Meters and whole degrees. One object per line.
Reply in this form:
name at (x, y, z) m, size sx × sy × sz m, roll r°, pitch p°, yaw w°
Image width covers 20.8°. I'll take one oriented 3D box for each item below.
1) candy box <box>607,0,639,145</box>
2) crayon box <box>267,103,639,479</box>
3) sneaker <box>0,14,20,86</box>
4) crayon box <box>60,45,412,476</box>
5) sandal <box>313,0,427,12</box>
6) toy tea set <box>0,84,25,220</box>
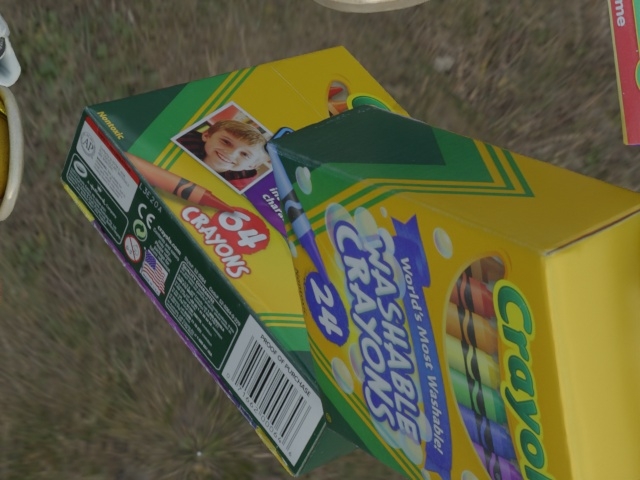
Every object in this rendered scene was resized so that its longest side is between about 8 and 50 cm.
candy box at (0.317, -0.206, 1.165) m, size 0.317 × 0.122 × 0.268 m, roll -10°, pitch 96°, yaw -48°
crayon box at (0.099, 0.056, 0.973) m, size 0.083 × 0.323 × 0.203 m, roll -23°, pitch 115°, yaw -26°
sneaker at (-0.348, -0.224, 1.683) m, size 0.090 × 0.235 × 0.095 m, roll -43°, pitch 75°, yaw -5°
crayon box at (0.000, 0.000, 1.559) m, size 0.313 × 0.106 × 0.363 m, roll -20°, pitch 59°, yaw -39°
sandal at (0.011, -0.178, 0.637) m, size 0.088 × 0.079 × 0.240 m, roll -8°, pitch 39°, yaw 0°
toy tea set at (-0.304, -0.052, 1.186) m, size 0.124 × 0.336 × 0.200 m, roll 0°, pitch 113°, yaw -26°
